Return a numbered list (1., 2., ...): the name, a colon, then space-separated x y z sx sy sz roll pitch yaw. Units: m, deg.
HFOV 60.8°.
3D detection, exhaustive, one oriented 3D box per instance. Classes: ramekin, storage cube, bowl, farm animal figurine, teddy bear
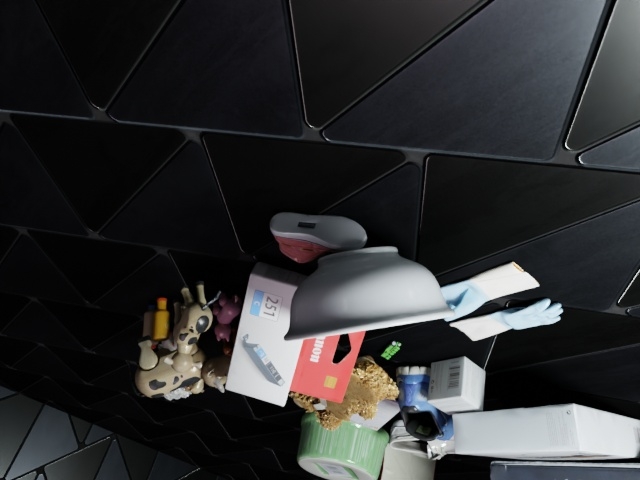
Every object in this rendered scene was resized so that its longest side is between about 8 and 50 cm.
1. ramekin: 0.067 0.694 1.809 0.303 0.148 0.303 11 145 8
2. storage cube: 0.283 0.839 1.893 0.215 0.183 0.193 14 143 4
3. bowl: 0.075 0.088 0.947 0.298 0.134 0.298 -7 171 -1
4. farm animal figurine: -0.291 0.270 1.253 0.327 0.172 0.330 -26 144 7
5. teddy bear: 0.055 0.384 1.407 0.245 0.113 0.338 30 136 7

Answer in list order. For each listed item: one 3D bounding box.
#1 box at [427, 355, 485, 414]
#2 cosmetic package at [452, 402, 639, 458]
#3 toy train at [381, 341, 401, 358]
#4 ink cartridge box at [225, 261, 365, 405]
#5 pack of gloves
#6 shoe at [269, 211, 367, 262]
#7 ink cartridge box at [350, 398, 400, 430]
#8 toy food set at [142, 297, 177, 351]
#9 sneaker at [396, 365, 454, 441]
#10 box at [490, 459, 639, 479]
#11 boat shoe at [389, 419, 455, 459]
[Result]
1. box: 0.316 0.339 1.267 0.087 0.101 0.102 36 141 -27
2. cosmetic package: 0.533 0.453 1.262 0.377 0.097 0.284 22 151 -38
3. toy train: 0.166 0.259 1.292 0.024 0.017 0.083 28 144 1
4. ink cartridge box: -0.046 0.217 1.155 0.261 0.066 0.296 15 113 1
5. pack of gloves: 0.325 0.140 1.043 0.195 0.046 0.232 35 141 -24
6. shoe: 0.000 0.000 0.969 0.178 0.063 0.081 9 146 19
7. ink cartridge box: 0.113 0.463 1.560 0.206 0.045 0.208 21 139 -7
8. toy food set: -0.403 0.231 1.439 0.111 0.104 0.232 -8 158 10
9. sneaker: 0.266 0.452 1.404 0.130 0.147 0.330 -7 139 29
10. box: 0.752 0.717 1.360 0.472 0.297 0.480 -16 150 39
11. boat shoe: 0.336 0.602 1.617 0.268 0.088 0.096 7 126 17
